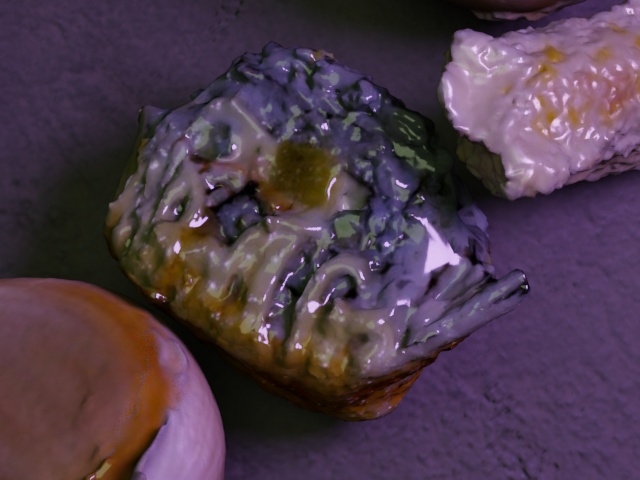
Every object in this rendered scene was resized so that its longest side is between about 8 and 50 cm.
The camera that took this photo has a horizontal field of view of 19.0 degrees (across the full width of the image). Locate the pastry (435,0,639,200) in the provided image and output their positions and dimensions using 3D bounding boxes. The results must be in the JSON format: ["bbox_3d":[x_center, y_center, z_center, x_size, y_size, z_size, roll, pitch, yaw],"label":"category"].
[{"bbox_3d":[0.174,-0.085,1.118,0.258,0.089,0.121,-20,69,-28],"label":"pastry"}]

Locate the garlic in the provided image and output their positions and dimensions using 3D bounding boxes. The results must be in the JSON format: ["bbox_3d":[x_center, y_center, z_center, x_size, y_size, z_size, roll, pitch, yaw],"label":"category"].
[{"bbox_3d":[-0.210,0.161,1.115,0.313,0.249,0.286,14,96,33],"label":"garlic"}]

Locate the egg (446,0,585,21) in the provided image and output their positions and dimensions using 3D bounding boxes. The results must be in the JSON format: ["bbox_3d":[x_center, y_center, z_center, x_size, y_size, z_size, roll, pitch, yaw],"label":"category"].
[{"bbox_3d":[0.108,-0.252,1.156,0.203,0.203,0.245,-13,74,6],"label":"egg"}]

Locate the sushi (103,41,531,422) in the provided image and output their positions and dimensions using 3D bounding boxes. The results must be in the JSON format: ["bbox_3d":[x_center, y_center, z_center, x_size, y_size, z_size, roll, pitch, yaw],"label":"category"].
[{"bbox_3d":[0.000,0.000,1.148,0.274,0.139,0.184,34,83,18],"label":"sushi"}]
